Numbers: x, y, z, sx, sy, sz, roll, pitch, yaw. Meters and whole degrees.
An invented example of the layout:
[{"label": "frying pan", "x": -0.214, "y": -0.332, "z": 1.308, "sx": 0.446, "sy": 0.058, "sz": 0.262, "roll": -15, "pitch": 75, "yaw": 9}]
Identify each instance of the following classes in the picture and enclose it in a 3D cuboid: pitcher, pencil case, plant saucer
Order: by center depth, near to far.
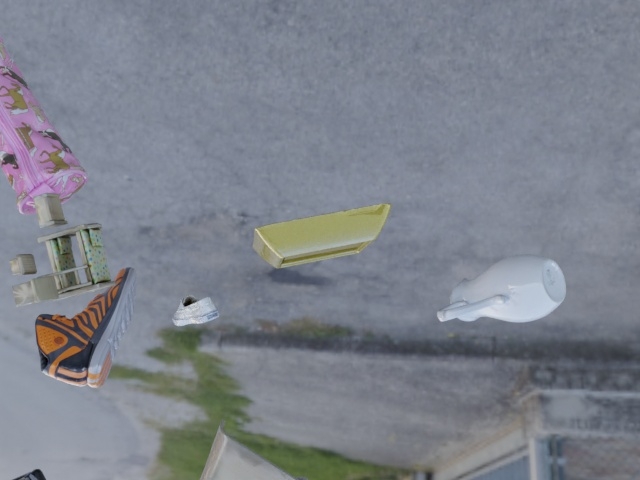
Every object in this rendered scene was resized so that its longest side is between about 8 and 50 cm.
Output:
[{"label": "pitcher", "x": 0.335, "y": 0.105, "z": 1.347, "sx": 0.207, "sy": 0.125, "sz": 0.178, "roll": -19, "pitch": -177, "yaw": 45}, {"label": "pencil case", "x": -0.628, "y": -0.238, "z": 1.458, "sx": 0.160, "sy": 0.386, "sz": 0.167, "roll": -37, "pitch": 175, "yaw": 38}, {"label": "plant saucer", "x": 0.000, "y": 0.000, "z": 1.823, "sx": 0.333, "sy": 0.080, "sz": 0.333, "roll": -11, "pitch": 173, "yaw": -7}]

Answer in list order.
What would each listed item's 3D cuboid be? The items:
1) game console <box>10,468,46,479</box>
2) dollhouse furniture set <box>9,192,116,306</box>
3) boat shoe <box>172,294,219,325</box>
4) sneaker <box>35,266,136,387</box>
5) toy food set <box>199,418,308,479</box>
[{"label": "game console", "x": -0.510, "y": 0.577, "z": 1.268, "sx": 0.250, "sy": 0.293, "sz": 0.173, "roll": -25, "pitch": -179, "yaw": 3}, {"label": "dollhouse furniture set", "x": -0.426, "y": 0.002, "z": 1.164, "sx": 0.101, "sy": 0.181, "sz": 0.161, "roll": -15, "pitch": 178, "yaw": 12}, {"label": "boat shoe", "x": -0.161, "y": 0.085, "z": 0.902, "sx": 0.035, "sy": 0.035, "sz": 0.100, "roll": -21, "pitch": -175, "yaw": -33}, {"label": "sneaker", "x": -0.529, "y": 0.171, "z": 1.604, "sx": 0.180, "sy": 0.321, "sz": 0.124, "roll": 12, "pitch": 133, "yaw": -1}, {"label": "toy food set", "x": -0.143, "y": 0.587, "z": 1.690, "sx": 0.306, "sy": 0.219, "sz": 0.092, "roll": 27, "pitch": -162, "yaw": 17}]
